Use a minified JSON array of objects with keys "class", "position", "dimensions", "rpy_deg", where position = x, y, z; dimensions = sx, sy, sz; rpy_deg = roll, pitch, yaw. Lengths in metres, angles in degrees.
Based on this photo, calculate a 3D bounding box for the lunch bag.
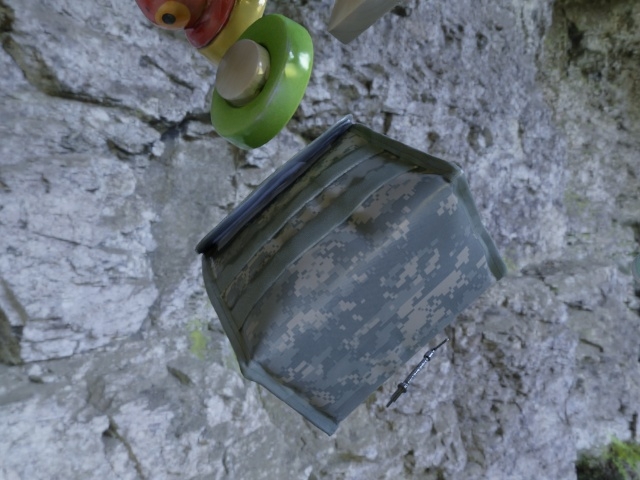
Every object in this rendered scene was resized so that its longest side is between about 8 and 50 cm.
[{"class":"lunch bag","position":[0.000,0.000,0.489],"dimensions":[0.169,0.235,0.287],"rpy_deg":[50,-3,-36]}]

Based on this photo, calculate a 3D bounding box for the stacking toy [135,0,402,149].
[{"class":"stacking toy","position":[-0.068,-0.258,0.416],"dimensions":[0.130,0.280,0.309],"rpy_deg":[19,-42,-40]}]

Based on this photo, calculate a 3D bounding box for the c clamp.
[{"class":"c clamp","position":[0.191,0.277,0.946],"dimensions":[0.160,0.022,0.137],"rpy_deg":[-39,-19,-32]}]

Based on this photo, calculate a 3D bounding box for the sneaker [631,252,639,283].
[{"class":"sneaker","position":[0.612,0.028,0.645],"dimensions":[0.255,0.094,0.151],"rpy_deg":[-6,-13,14]}]
